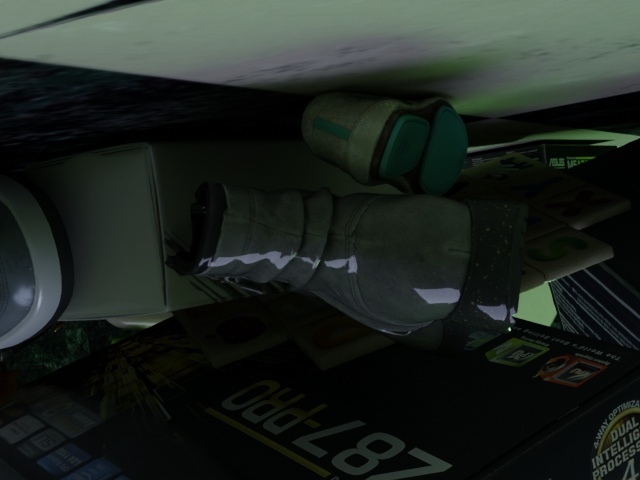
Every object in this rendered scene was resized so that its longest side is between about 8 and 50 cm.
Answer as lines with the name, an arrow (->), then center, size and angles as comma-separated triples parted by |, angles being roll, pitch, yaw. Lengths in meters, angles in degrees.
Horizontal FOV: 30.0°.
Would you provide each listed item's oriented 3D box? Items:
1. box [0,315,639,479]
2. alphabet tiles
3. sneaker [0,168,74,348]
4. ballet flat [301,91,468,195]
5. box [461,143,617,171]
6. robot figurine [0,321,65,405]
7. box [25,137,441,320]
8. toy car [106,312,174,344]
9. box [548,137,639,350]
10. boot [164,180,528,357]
box -> -0.021, 0.137, 0.791 | 0.318, 0.097, 0.395 | -27, -157, -28
alphabet tiles -> 0.049, 0.004, 0.927 | 0.342, 0.011, 0.285 | -20, -156, -16
sneaker -> -0.287, 0.028, 0.665 | 0.295, 0.124, 0.178 | -7, -171, 42
ballet flat -> 0.036, -0.056, 0.621 | 0.052, 0.057, 0.168 | 21, -175, 18
box -> 0.175, -0.063, 1.183 | 0.190, 0.045, 0.184 | -8, 177, 36
robot figurine -> -0.275, 0.053, 0.921 | 0.211, 0.085, 0.291 | -10, -160, 5
box -> -0.040, -0.013, 0.750 | 0.113, 0.094, 0.275 | -6, -179, 40
toy car -> -0.173, 0.034, 1.237 | 0.149, 0.155, 0.188 | -7, -172, -19
box -> 0.325, 0.096, 0.946 | 0.183, 0.294, 0.296 | -25, -154, -4
boot -> 0.006, 0.007, 0.622 | 0.161, 0.083, 0.246 | 8, 172, -1
